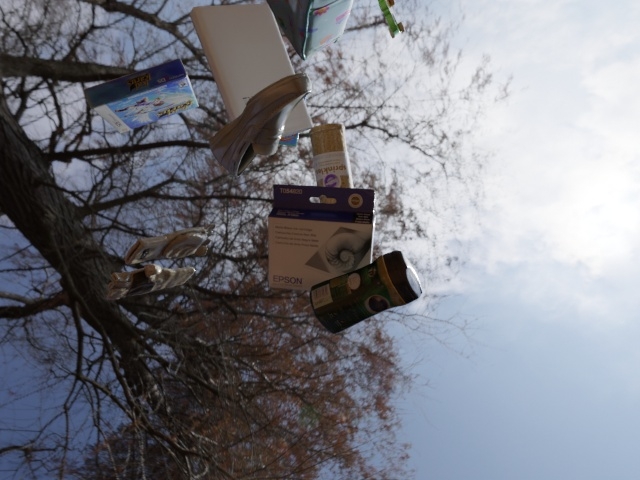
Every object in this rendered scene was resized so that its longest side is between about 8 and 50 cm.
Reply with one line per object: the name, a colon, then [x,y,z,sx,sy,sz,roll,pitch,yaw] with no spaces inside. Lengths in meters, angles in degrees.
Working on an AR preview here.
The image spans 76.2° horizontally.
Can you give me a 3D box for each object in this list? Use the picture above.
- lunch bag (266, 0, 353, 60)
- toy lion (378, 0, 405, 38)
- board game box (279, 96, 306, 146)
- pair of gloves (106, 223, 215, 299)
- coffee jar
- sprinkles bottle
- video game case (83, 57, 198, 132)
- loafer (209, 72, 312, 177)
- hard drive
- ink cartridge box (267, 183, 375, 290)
lunch bag: [-0.039,-0.467,0.698,0.107,0.279,0.224,-29,-87,-4]
toy lion: [0.142,-0.492,0.866,0.100,0.034,0.096,68,-155,-4]
board game box: [-0.126,-0.418,1.320,0.047,0.211,0.160,26,-159,36]
pair of gloves: [-0.351,0.048,0.899,0.204,0.240,0.042,-13,-116,-50]
coffee jar: [0.080,0.090,0.716,0.184,0.096,0.079,-25,-141,16]
sprinkles bottle: [0.044,-0.187,1.314,0.121,0.121,0.356,-9,-89,-17]
video game case: [-0.513,-0.421,1.213,0.269,0.244,0.061,-23,-86,-9]
loafer: [-0.123,-0.242,0.883,0.112,0.319,0.112,-38,-81,-44]
hard drive: [-0.176,-0.449,1.102,0.232,0.047,0.353,-25,-82,-34]
ink cartridge box: [0.000,0.000,0.857,0.223,0.224,0.045,3,-164,8]
